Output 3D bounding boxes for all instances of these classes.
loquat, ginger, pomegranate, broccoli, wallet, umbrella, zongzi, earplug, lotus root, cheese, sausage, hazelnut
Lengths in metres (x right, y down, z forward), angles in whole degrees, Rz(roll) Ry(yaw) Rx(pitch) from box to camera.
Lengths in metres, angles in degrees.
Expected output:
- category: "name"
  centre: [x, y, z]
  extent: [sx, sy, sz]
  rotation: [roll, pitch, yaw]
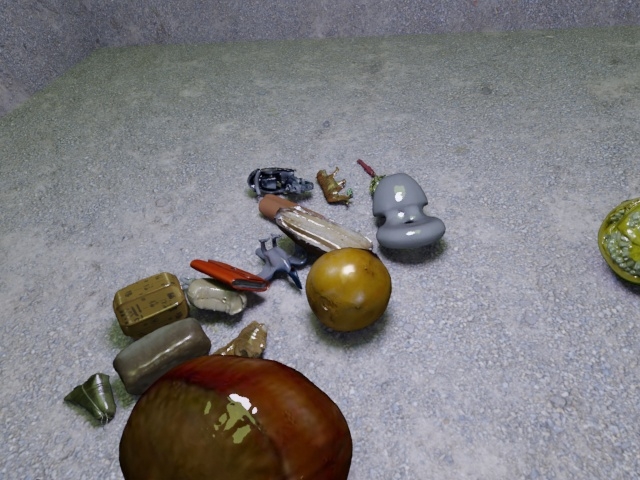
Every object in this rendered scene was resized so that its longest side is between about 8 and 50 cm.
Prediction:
- category: "loquat"
  centre: [0.073, 0.126, 1.262]
  extent: [0.235, 0.235, 0.235]
  rotation: [-4, 41, 3]
- category: "ginger"
  centre: [-0.201, 0.282, 1.242]
  extent: [0.165, 0.067, 0.096]
  rotation: [-39, 49, -15]
- category: "pomegranate"
  centre: [0.900, 0.032, 1.260]
  extent: [0.260, 0.260, 0.341]
  rotation: [-11, 72, -5]
- category: "broccoli"
  centre: [0.215, -0.196, 1.718]
  extent: [0.097, 0.092, 0.095]
  rotation: [-12, 51, -34]
- category: "wallet"
  centre: [-0.263, 0.098, 1.378]
  extent: [0.204, 0.045, 0.142]
  rotation: [17, 1, 40]
- category: "umbrella"
  centre: [0.185, -0.282, 1.870]
  extent: [0.027, 0.025, 0.165]
  rotation: [-33, 41, -1]
- category: "zongzi"
  centre: [-0.561, 0.417, 1.160]
  extent: [0.130, 0.062, 0.154]
  rotation: [-32, 59, 2]
- category: "earplug"
  centre: [0.266, -0.082, 1.511]
  extent: [0.214, 0.175, 0.325]
  rotation: [-11, 41, -1]
- category: "lotus root"
  centre: [-0.001, 0.000, 1.484]
  extent: [0.329, 0.078, 0.167]
  rotation: [27, 38, 9]
- category: "cheese"
  centre: [-0.314, 0.147, 1.393]
  extent: [0.163, 0.071, 0.249]
  rotation: [8, 8, -26]
- category: "sausage"
  centre: [-0.097, -0.086, 1.635]
  extent: [0.289, 0.086, 0.086]
  rotation: [25, 50, 31]
- category: "hazelnut"
  centre: [-0.145, 0.386, 0.909]
  extent: [0.421, 0.353, 0.421]
  rotation: [-6, 14, 2]

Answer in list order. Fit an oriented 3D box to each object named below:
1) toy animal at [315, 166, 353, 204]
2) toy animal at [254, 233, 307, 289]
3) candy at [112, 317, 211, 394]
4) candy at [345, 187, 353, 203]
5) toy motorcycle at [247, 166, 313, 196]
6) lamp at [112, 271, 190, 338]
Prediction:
- category: "toy animal"
  centre: [0.050, -0.196, 1.761]
  extent: [0.099, 0.057, 0.241]
  rotation: [-30, 45, 11]
- category: "toy animal"
  centre: [-0.139, 0.070, 1.471]
  extent: [0.239, 0.176, 0.255]
  rotation: [-22, 9, -22]
- category: "candy"
  centre: [-0.403, 0.293, 1.226]
  extent: [0.234, 0.102, 0.104]
  rotation: [-32, 46, -25]
- category: "candy"
  centre: [0.100, -0.160, 1.744]
  extent: [0.023, 0.025, 0.083]
  rotation: [20, 52, 4]
- category: "toy motorcycle"
  centre: [-0.162, -0.214, 1.756]
  extent: [0.270, 0.106, 0.159]
  rotation: [18, 24, 35]
- category: "lamp"
  centre: [-0.469, 0.180, 1.329]
  extent: [0.185, 0.161, 0.161]
  rotation: [-21, 42, -17]
